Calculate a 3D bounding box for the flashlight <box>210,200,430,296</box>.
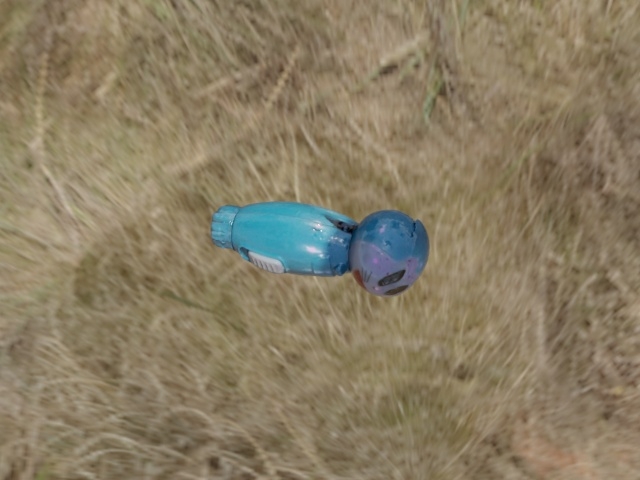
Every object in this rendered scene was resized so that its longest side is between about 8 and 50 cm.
[{"bbox_3d":[0.000,0.000,1.028,0.129,0.051,0.051,11,82,24],"label":"flashlight"}]
